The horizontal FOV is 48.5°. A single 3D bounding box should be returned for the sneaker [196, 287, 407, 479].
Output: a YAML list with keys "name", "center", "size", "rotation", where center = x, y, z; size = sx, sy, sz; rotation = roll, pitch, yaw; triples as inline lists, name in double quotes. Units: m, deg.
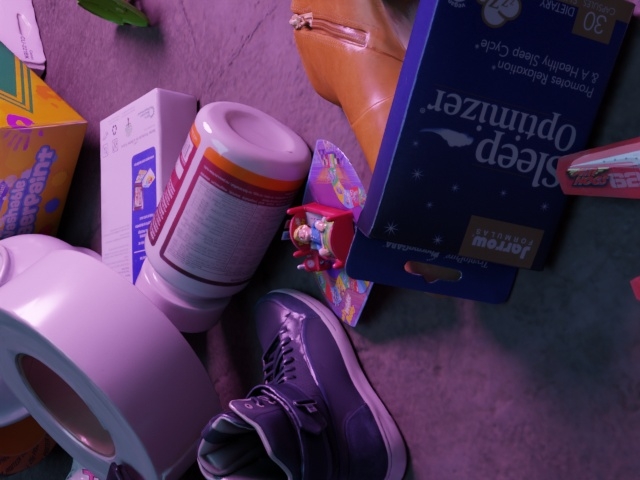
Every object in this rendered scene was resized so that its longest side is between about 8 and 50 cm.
- name: "sneaker"
  center: [-0.044, 0.125, 0.617]
  size: [0.226, 0.163, 0.086]
  rotation: [52, 126, 38]

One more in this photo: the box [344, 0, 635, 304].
- name: "box"
  center: [0.109, -0.063, 0.476]
  size: [0.036, 0.136, 0.225]
  rotation: [-126, 48, -68]

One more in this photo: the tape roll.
- name: "tape roll"
  center: [-0.243, 0.151, 0.779]
  size: [0.286, 0.100, 0.286]
  rotation: [25, 138, 25]

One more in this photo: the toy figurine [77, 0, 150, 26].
- name: "toy figurine"
  center: [-0.269, -0.390, 0.968]
  size: [0.159, 0.130, 0.173]
  rotation: [-69, 18, 0]

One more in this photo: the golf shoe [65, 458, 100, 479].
- name: "golf shoe"
  center: [-0.327, 0.347, 0.981]
  size: [0.067, 0.086, 0.186]
  rotation: [-32, 63, 44]

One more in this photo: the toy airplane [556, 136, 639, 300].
- name: "toy airplane"
  center: [0.220, -0.021, 0.426]
  size: [0.151, 0.028, 0.151]
  rotation: [-2, 86, 42]

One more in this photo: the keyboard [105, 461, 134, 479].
- name: "keyboard"
  center: [-0.202, 0.386, 0.805]
  size: [0.201, 0.033, 0.317]
  rotation: [49, 143, 18]

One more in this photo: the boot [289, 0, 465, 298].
- name: "boot"
  center: [0.053, -0.114, 0.589]
  size: [0.211, 0.104, 0.295]
  rotation: [-160, 62, -64]

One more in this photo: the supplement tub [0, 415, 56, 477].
- name: "supplement tub"
  center: [-0.553, 0.277, 1.159]
  size: [0.316, 0.193, 0.194]
  rotation: [-5, 84, 49]

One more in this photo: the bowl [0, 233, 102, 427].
- name: "bowl"
  center: [-0.447, 0.097, 0.984]
  size: [0.297, 0.134, 0.298]
  rotation: [-16, 48, 19]

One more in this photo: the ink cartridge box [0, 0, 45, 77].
- name: "ink cartridge box"
  center: [-0.636, -0.318, 1.348]
  size: [0.273, 0.114, 0.197]
  rotation: [-43, 58, 37]

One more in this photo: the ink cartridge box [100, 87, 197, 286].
- name: "ink cartridge box"
  center: [-0.216, -0.007, 0.894]
  size: [0.165, 0.065, 0.333]
  rotation: [-9, 79, 48]

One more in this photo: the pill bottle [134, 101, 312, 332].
- name: "pill bottle"
  center: [-0.107, -0.019, 0.726]
  size: [0.121, 0.121, 0.221]
  rotation: [52, 125, 37]

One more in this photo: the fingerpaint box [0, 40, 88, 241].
- name: "fingerpaint box"
  center: [-0.600, -0.106, 1.173]
  size: [0.371, 0.163, 0.445]
  rotation: [41, 123, 22]

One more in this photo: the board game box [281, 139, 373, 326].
- name: "board game box"
  center: [0.000, 0.000, 0.620]
  size: [0.169, 0.033, 0.133]
  rotation: [106, 144, -53]
